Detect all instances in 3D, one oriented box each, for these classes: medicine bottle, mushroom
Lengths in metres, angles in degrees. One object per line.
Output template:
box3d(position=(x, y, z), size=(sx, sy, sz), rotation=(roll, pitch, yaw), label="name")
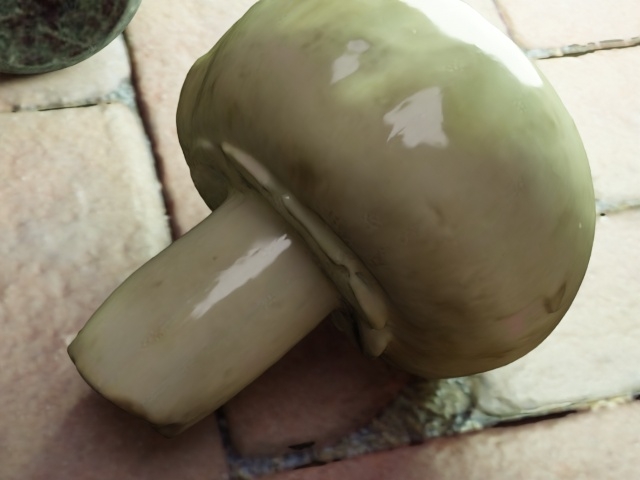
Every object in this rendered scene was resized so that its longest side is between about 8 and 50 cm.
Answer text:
box3d(position=(-0.258, -0.278, 1.066), size=(0.165, 0.165, 0.273), rotation=(-17, 59, -22), label="medicine bottle")
box3d(position=(0.000, 0.000, 0.868), size=(0.336, 0.314, 0.314), rotation=(-43, 68, -5), label="mushroom")
